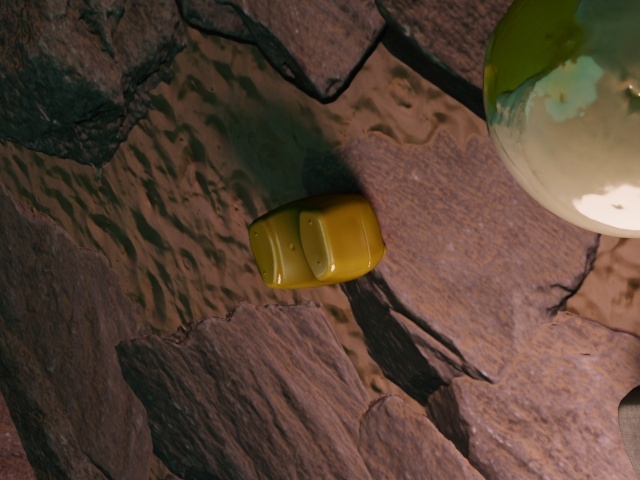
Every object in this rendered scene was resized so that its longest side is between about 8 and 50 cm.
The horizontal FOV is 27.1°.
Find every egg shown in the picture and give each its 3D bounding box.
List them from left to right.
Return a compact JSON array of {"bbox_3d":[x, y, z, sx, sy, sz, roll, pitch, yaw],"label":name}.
[{"bbox_3d":[0.296,-0.147,1.251,0.283,0.345,0.283,2,102,12],"label":"egg"}]

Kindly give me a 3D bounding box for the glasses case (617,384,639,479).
[{"bbox_3d":[0.472,0.212,1.435,0.323,0.074,0.131,-11,103,49],"label":"glasses case"}]

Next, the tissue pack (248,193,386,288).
[{"bbox_3d":[0.000,0.000,1.800,0.178,0.127,0.123,-11,94,49],"label":"tissue pack"}]
